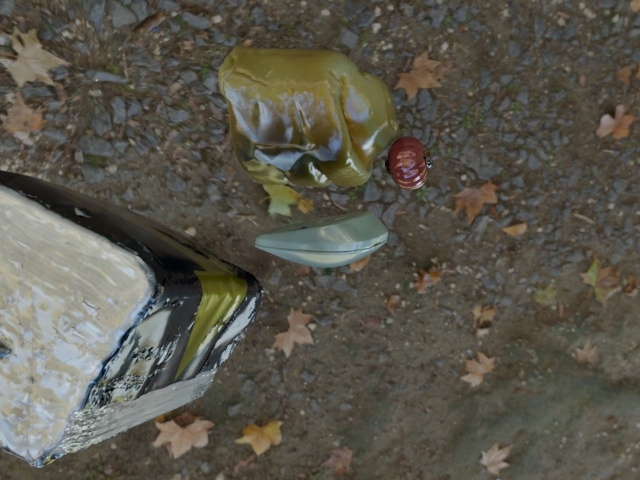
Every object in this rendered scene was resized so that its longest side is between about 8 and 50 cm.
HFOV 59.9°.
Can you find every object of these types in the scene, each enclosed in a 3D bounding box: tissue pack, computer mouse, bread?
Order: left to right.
[{"bbox_3d":[-0.276,0.095,0.748,0.264,0.416,0.253,29,88,13],"label":"tissue pack"},{"bbox_3d":[-0.019,-0.222,1.120,0.341,0.210,0.301,9,145,13],"label":"bread"},{"bbox_3d":[0.002,0.006,1.116,0.159,0.288,0.097,-23,101,-47],"label":"computer mouse"}]

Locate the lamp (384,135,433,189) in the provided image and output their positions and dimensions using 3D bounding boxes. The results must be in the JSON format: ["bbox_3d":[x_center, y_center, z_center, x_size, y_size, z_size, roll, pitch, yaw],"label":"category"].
[{"bbox_3d":[0.176,-0.154,1.111,0.092,0.107,0.108,-8,113,21],"label":"lamp"}]
